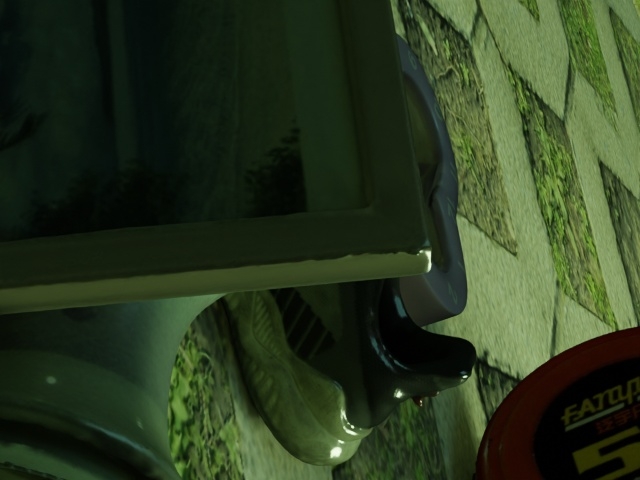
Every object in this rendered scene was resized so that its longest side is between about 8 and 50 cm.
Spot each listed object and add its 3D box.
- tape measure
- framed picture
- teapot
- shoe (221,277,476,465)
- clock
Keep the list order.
[{"bbox_3d":[0.230,0.164,1.261,0.260,0.253,0.114,-116,-174,-55],"label":"tape measure"},{"bbox_3d":[-0.097,-0.114,0.655,0.024,0.232,0.315,90,-7,-60],"label":"framed picture"},{"bbox_3d":[-0.077,0.003,0.696,0.183,0.183,0.251,54,37,-43],"label":"teapot"},{"bbox_3d":[0.000,0.000,0.989,0.099,0.112,0.227,-46,117,-69],"label":"shoe"},{"bbox_3d":[0.031,-0.048,1.200,0.172,0.064,0.198,53,25,-44],"label":"clock"}]
